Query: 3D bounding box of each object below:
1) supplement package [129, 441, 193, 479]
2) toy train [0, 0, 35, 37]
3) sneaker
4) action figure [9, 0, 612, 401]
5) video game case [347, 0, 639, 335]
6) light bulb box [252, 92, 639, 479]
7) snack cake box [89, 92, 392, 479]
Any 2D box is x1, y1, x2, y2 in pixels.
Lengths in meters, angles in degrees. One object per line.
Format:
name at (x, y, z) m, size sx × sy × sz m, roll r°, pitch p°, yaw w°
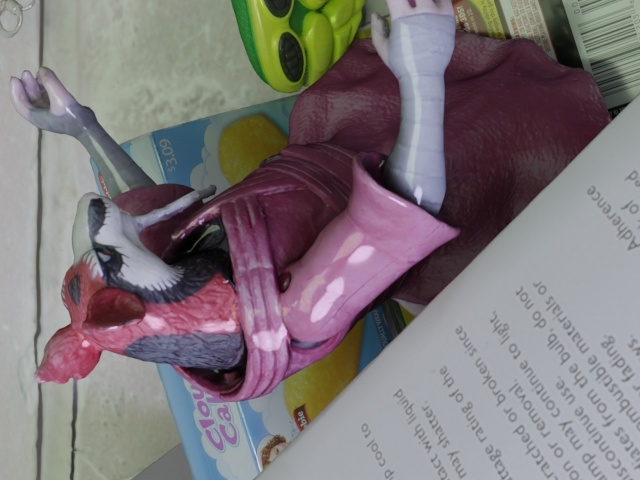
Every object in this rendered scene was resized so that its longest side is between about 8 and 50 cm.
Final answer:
supplement package at (-0.083, 0.328, 0.771) m, size 0.198 × 0.199 × 0.263 m, roll 20°, pitch 108°, yaw 17°
toy train at (-0.270, -0.252, 0.813) m, size 0.166 × 0.046 × 0.125 m, roll 48°, pitch 115°, yaw 10°
sneaker at (-0.054, -0.244, 0.701) m, size 0.123 × 0.109 × 0.295 m, roll -20°, pitch 86°, yaw 54°
action figure at (0.000, 0.000, 0.552) m, size 0.248 × 0.370 × 0.276 m, roll 3°, pitch 117°, yaw 44°
video game case at (0.143, -0.048, 0.696) m, size 0.248 × 0.035 × 0.275 m, roll -17°, pitch 95°, yaw 23°
light bulb box at (0.226, 0.117, 0.496) m, size 0.361 × 0.358 × 0.225 m, roll -48°, pitch 50°, yaw 23°
snack cake box at (-0.045, 0.040, 0.714) m, size 0.089 × 0.152 × 0.264 m, roll -12°, pitch 98°, yaw 48°
